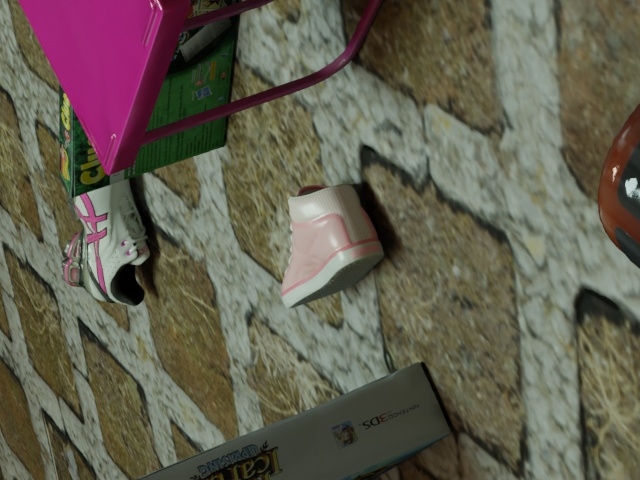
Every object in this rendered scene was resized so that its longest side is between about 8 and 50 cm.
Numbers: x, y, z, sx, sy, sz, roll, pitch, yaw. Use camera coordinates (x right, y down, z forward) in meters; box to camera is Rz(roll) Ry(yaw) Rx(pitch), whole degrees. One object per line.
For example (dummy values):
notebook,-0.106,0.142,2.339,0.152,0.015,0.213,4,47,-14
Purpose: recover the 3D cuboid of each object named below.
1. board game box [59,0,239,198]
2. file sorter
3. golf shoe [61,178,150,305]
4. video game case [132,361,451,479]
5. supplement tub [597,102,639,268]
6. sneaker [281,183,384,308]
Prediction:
board game box,-0.126,-0.140,1.381,0.030,0.136,0.260,55,153,29
file sorter,-0.100,-0.234,1.173,0.291,0.182,0.202,62,156,16
golf shoe,-0.189,-0.019,1.750,0.086,0.067,0.186,25,135,16
video game case,-0.061,0.187,1.368,0.061,0.244,0.269,64,158,9
supplement tub,0.209,0.012,0.771,0.198,0.106,0.106,48,150,43
sneaker,0.000,0.000,1.324,0.070,0.051,0.134,67,155,10
